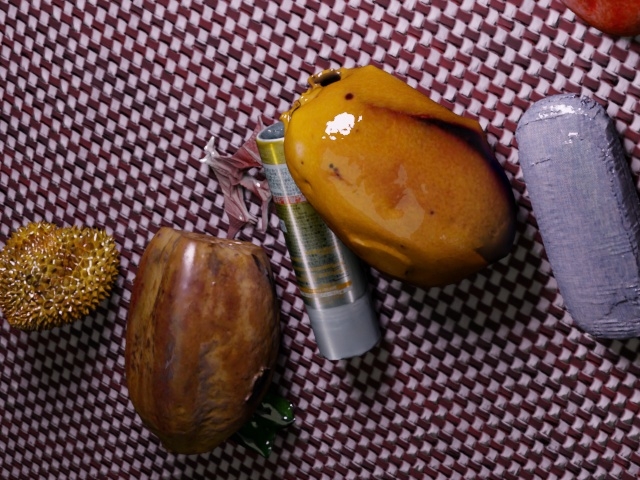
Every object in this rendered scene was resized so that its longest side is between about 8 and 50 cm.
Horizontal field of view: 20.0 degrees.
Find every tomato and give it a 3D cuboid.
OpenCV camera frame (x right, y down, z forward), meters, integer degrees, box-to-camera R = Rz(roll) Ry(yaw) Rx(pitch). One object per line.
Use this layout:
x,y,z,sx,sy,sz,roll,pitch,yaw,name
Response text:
0.287,-0.267,1.795,0.155,0.069,0.156,16,125,25,tomato

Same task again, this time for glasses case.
0.287,-0.022,1.936,0.109,0.067,0.282,-8,109,33,glasses case

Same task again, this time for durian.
-0.347,0.045,2.347,0.158,0.168,0.137,4,137,51,durian

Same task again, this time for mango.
0.084,-0.069,1.989,0.287,0.152,0.201,35,98,-2,mango

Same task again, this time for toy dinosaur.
-0.097,-0.075,2.187,0.108,0.032,0.220,30,140,11,toy dinosaur

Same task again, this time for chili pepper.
-0.132,0.203,2.348,0.224,0.061,0.098,25,112,24,chili pepper

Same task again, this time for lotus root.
-0.142,0.125,2.237,0.193,0.193,0.291,16,108,26,lotus root

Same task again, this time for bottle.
0.000,0.000,2.130,0.082,0.082,0.286,-2,114,34,bottle
